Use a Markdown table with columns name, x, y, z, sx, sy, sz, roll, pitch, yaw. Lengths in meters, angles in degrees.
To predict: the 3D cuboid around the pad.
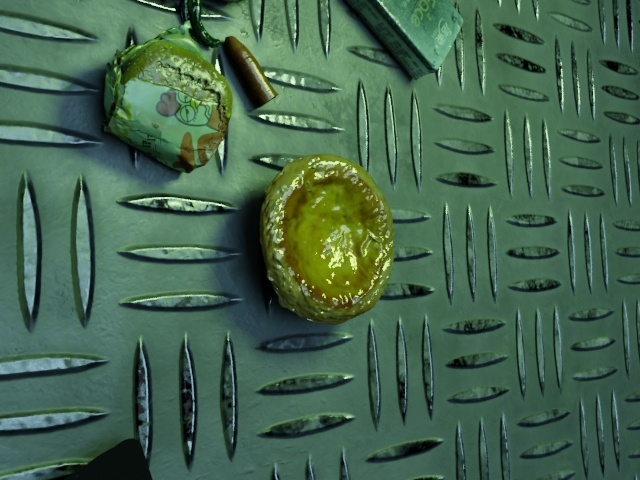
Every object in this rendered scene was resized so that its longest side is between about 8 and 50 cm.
| name | x | y | z | sx | sy | sz | roll | pitch | yaw |
| --- | --- | --- | --- | --- | --- | --- | --- | --- | --- |
| pad | -0.382 | 0.337 | 0.989 | 0.250 | 0.055 | 0.323 | -29 | 103 | -36 |

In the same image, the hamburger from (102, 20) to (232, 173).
| name | x | y | z | sx | sy | sz | roll | pitch | yaw |
| --- | --- | --- | --- | --- | --- | --- | --- | --- | --- |
| hamburger | -0.238 | -0.244 | 1.117 | 0.214 | 0.125 | 0.235 | 36 | 79 | -41 |

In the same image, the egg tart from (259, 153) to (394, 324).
| name | x | y | z | sx | sy | sz | roll | pitch | yaw |
| --- | --- | --- | --- | --- | --- | --- | --- | --- | --- |
| egg tart | 0.000 | 0.000 | 1.280 | 0.319 | 0.128 | 0.318 | 4 | 83 | -35 |

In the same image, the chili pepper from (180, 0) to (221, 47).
| name | x | y | z | sx | sy | sz | roll | pitch | yaw |
| --- | --- | --- | --- | --- | --- | --- | --- | --- | --- |
| chili pepper | -0.216 | -0.394 | 1.211 | 0.055 | 0.035 | 0.117 | -21 | 94 | -21 |

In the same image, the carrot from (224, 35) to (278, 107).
| name | x | y | z | sx | sy | sz | roll | pitch | yaw |
| --- | --- | --- | --- | --- | --- | --- | --- | --- | --- |
| carrot | -0.130 | -0.313 | 1.261 | 0.048 | 0.048 | 0.139 | -42 | 109 | -33 |

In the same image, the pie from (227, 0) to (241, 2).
| name | x | y | z | sx | sy | sz | roll | pitch | yaw |
| --- | --- | --- | --- | --- | --- | --- | --- | --- | --- |
| pie | -0.174 | -0.571 | 1.218 | 0.303 | 0.067 | 0.302 | 6 | 83 | -49 |

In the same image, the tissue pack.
| name | x | y | z | sx | sy | sz | roll | pitch | yaw |
| --- | --- | --- | --- | --- | --- | --- | --- | --- | --- |
| tissue pack | 0.185 | -0.507 | 1.506 | 0.257 | 0.081 | 0.185 | 42 | 62 | -26 |
